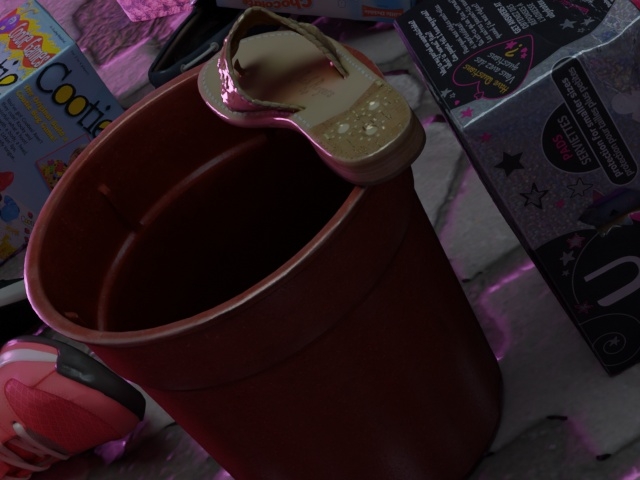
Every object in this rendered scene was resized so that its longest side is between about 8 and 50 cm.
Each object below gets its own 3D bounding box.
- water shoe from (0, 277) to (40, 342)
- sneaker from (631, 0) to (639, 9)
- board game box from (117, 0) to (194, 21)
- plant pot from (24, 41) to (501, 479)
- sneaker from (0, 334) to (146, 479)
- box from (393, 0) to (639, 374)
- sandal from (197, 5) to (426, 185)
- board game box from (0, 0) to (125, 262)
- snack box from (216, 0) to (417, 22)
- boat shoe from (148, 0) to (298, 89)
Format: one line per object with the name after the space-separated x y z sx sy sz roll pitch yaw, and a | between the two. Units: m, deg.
-0.335 0.059 1.640 0.203 0.073 0.080 -21 64 -16 | water shoe
0.370 -0.266 1.472 0.299 0.121 0.112 -35 38 -2 | sneaker
-0.149 -0.417 1.959 0.141 0.232 0.291 -6 44 35 | board game box
-0.018 0.051 1.287 0.272 0.265 0.272 -21 38 17 | plant pot
-0.263 0.167 1.504 0.314 0.116 0.136 -10 52 40 | sneaker
0.179 -0.060 1.274 0.142 0.247 0.163 -32 35 6 | box
-0.022 -0.113 1.183 0.088 0.079 0.240 -41 36 -10 | sandal
-0.327 -0.080 1.786 0.275 0.144 0.142 -37 35 -5 | board game box
0.020 -0.338 1.821 0.187 0.060 0.322 6 46 8 | snack box
-0.089 -0.221 1.814 0.095 0.079 0.254 6 52 42 | boat shoe
